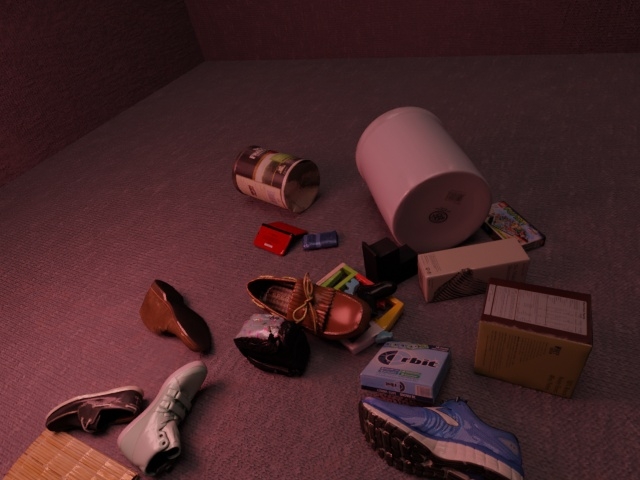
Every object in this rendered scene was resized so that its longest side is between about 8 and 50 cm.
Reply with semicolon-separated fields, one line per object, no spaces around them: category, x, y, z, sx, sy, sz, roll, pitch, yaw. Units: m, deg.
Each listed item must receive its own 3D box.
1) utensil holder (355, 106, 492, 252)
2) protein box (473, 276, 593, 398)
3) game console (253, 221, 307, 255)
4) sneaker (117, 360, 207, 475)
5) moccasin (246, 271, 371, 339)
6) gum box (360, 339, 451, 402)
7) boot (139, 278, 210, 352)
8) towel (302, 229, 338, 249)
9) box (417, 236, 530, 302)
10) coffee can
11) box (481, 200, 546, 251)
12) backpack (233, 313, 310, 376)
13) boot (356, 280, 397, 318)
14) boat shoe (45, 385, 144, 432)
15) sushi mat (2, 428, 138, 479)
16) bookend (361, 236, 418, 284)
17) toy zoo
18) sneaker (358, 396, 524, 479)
utensil holder;0.314;-0.193;1.354;0.328;0.327;0.385;-13;43;-1
protein box;0.458;0.210;0.930;0.202;0.199;0.135;10;45;24
game console;-0.141;-0.009;1.488;0.144;0.085;0.124;19;80;33
sneaker;-0.329;0.412;0.982;0.151;0.094;0.255;20;59;40
moccasin;-0.042;0.160;1.110;0.380;0.147;0.139;16;77;39
gum box;0.197;0.286;0.955;0.157;0.041;0.184;1;11;29
boot;-0.426;0.242;1.231;0.305;0.112;0.115;36;89;37
towel;0.000;0.000;1.428;0.120;0.029;0.067;-7;41;7
box;0.412;0.082;1.163;0.276;0.113;0.094;-11;41;4
coffee can;-0.170;-0.237;1.617;0.276;0.201;0.201;22;51;33
box;0.580;-0.042;1.319;0.114;0.036;0.206;-18;40;-7
backpack;-0.127;0.259;1.088;0.182;0.151;0.115;-1;34;32
boot;0.144;0.161;1.128;0.121;0.045;0.099;-9;39;19
boat shoe;-0.556;0.426;1.036;0.234;0.083;0.079;-13;39;-5
sushi mat;-0.571;0.539;0.956;0.317;0.019;0.151;10;46;26
bookend;0.208;0.048;1.219;0.156;0.157;0.072;-26;42;-14
toy zoo;0.092;0.189;1.173;0.192;0.030;0.293;-37;45;-21
sneaker;0.235;0.392;0.860;0.331;0.129;0.147;14;32;24
